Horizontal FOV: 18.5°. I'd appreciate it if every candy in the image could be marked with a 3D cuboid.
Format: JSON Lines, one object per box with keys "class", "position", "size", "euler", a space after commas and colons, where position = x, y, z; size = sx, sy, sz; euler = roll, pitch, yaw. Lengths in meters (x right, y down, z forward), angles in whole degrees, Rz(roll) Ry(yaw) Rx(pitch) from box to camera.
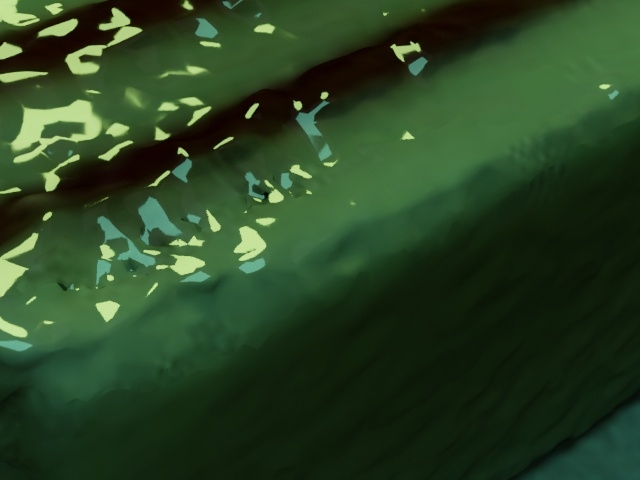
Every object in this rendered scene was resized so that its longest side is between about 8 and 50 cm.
{"class": "candy", "position": [0.000, 0.000, 0.576], "size": [0.321, 0.179, 0.135], "euler": [-24, 56, -34]}
